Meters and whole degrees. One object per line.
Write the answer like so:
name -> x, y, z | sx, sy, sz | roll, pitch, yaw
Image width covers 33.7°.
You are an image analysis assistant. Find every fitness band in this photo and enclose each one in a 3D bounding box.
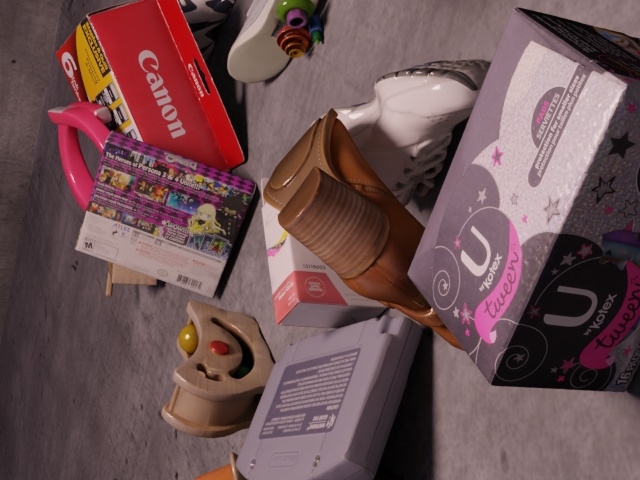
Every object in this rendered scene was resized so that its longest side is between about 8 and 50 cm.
fitness band -> -0.367, -0.124, 1.745 | 0.291, 0.054, 0.209 | 19, 131, 56

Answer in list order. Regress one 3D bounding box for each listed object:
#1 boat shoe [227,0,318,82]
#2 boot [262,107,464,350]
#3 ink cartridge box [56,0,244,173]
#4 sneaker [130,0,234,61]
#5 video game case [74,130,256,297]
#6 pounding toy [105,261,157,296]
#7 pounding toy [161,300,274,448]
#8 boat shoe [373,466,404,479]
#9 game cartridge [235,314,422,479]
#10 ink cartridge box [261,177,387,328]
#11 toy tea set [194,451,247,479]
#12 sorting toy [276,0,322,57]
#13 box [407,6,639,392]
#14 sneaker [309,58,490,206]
boat shoe -> -0.064, -0.313, 1.501 | 0.227, 0.079, 0.081 | -47, 31, 48
boot -> 0.063, -0.014, 1.036 | 0.109, 0.220, 0.283 | -51, 17, 10
ink cartridge box -> -0.278, -0.219, 1.705 | 0.272, 0.130, 0.309 | -19, 96, 61
sneaker -> -0.233, -0.412, 1.768 | 0.235, 0.153, 0.094 | -58, 37, 42
video game case -> -0.239, -0.035, 1.615 | 0.042, 0.232, 0.210 | -79, 10, -57
pounding toy -> -0.353, 0.023, 1.999 | 0.206, 0.094, 0.181 | -139, 54, -70
pounding toy -> -0.152, 0.220, 1.460 | 0.269, 0.154, 0.155 | 59, 136, 52
boat shoe -> 0.052, 0.280, 1.138 | 0.178, 0.064, 0.060 | -165, 77, -70
game cartridge -> 0.000, 0.196, 1.192 | 0.294, 0.060, 0.196 | -25, 36, 61
ink cartridge box -> 0.000, 0.000, 1.239 | 0.067, 0.115, 0.198 | 130, 138, -50
toy tea set -> -0.086, 0.425, 1.369 | 0.200, 0.124, 0.336 | 82, 174, -62
sorting toy -> -0.028, -0.281, 1.425 | 0.102, 0.061, 0.042 | 96, 167, -62
box -> 0.193, -0.027, 0.819 | 0.163, 0.142, 0.247 | 57, 134, 53
sneaker -> 0.095, -0.106, 1.115 | 0.297, 0.111, 0.129 | -26, 77, 64
